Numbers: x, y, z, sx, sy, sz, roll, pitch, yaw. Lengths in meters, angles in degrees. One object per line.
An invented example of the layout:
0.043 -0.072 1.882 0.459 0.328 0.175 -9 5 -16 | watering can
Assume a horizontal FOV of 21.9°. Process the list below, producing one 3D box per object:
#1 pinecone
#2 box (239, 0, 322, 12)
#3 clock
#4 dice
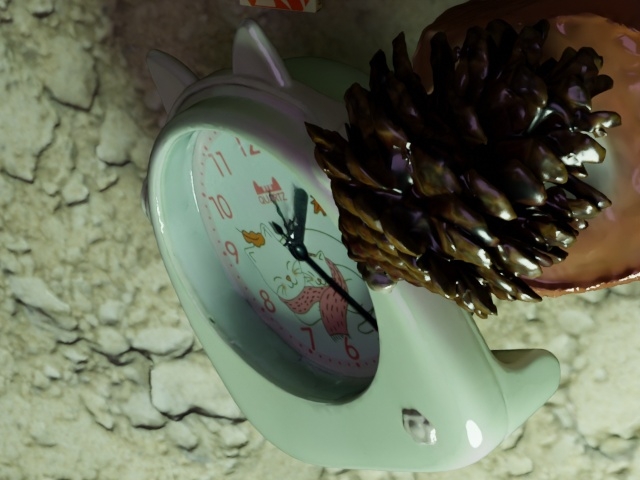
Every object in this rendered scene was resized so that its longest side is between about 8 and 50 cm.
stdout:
0.080 -0.042 0.875 0.174 0.173 0.173 10 118 19 | pinecone
-0.028 -0.203 1.127 0.058 0.015 0.093 8 117 18 | box
0.000 0.000 1.114 0.265 0.109 0.324 -5 115 55 | clock
0.172 -0.078 1.007 0.174 0.179 0.175 -14 103 30 | dice
